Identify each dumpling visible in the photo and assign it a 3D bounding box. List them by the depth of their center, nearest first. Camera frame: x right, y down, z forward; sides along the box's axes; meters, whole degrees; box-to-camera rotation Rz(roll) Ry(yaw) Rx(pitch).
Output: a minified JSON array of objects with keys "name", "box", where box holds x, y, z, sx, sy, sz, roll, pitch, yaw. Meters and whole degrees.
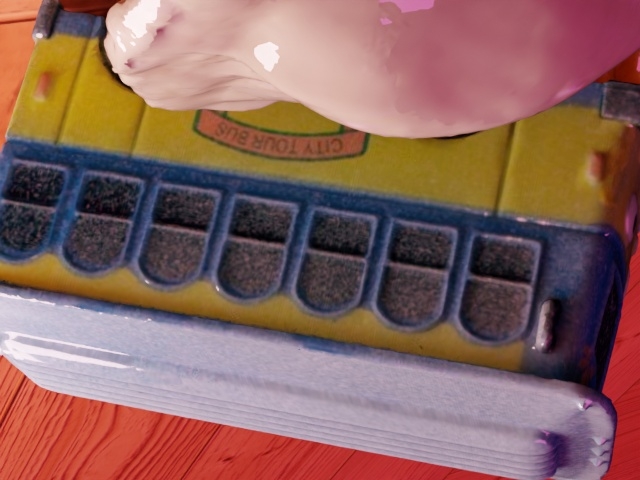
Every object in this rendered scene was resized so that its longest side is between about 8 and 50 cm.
[{"name":"dumpling","box":[0.069,-0.178,0.562,0.395,0.233,0.315,-44,-178,9]}]

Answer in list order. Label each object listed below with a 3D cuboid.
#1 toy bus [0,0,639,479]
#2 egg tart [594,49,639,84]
[{"name":"toy bus","box":[0.000,0.000,0.781,0.312,0.190,0.152,9,158,12]},{"name":"egg tart","box":[0.197,-0.170,0.896,0.341,0.129,0.341,-24,156,-11]}]
